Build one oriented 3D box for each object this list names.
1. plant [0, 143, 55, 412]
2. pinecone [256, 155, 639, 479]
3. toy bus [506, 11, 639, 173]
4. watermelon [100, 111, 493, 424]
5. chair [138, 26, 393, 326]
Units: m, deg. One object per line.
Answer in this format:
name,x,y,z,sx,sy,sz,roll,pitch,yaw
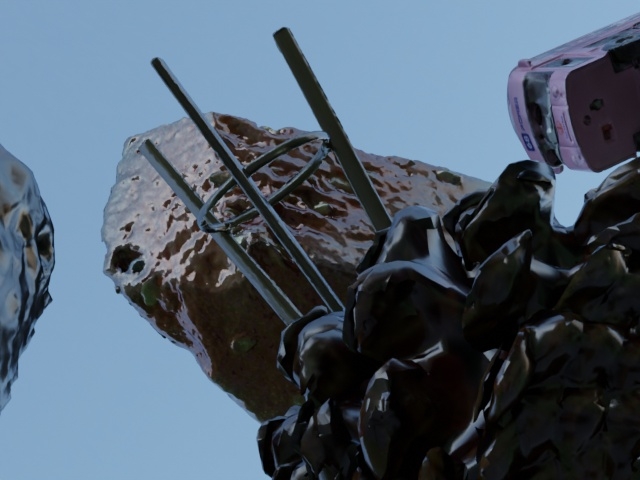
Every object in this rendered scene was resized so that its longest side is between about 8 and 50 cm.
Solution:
plant,-0.215,0.061,0.542,0.182,0.194,0.321,63,-152,-24
pinecone,0.074,0.077,0.611,0.221,0.221,0.221,-10,-68,-26
toy bus,0.195,-0.095,0.814,0.203,0.090,0.063,-24,-75,-22
watermelon,-0.018,0.010,0.974,0.256,0.140,0.193,30,-132,-5
chair,-0.001,0.001,0.772,0.095,0.104,0.222,-28,-103,-15
